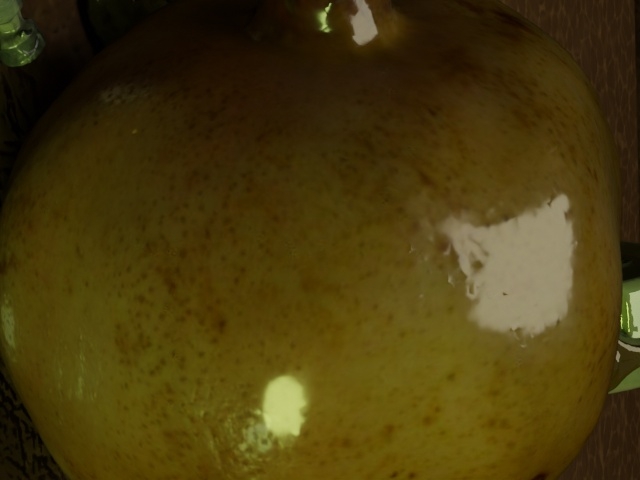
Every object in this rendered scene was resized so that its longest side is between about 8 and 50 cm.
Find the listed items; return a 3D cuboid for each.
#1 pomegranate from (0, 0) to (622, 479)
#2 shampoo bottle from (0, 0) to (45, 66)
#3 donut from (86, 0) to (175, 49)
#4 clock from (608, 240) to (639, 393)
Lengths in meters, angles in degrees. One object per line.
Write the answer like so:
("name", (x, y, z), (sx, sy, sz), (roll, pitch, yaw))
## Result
("pomegranate", (0.000, 0.000, 0.925), (0.417, 0.417, 0.416), (0, 90, -66))
("shampoo bottle", (-0.219, -0.188, 0.849), (0.063, 0.057, 0.207), (-110, 177, -46))
("donut", (-0.079, -0.233, 1.109), (0.272, 0.107, 0.272), (-2, 90, -67))
("clock", (0.255, 0.076, 1.552), (0.286, 0.349, 0.117), (-30, 117, -64))
